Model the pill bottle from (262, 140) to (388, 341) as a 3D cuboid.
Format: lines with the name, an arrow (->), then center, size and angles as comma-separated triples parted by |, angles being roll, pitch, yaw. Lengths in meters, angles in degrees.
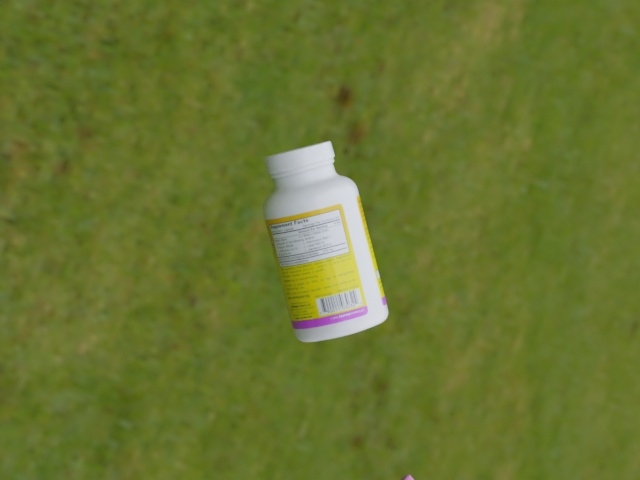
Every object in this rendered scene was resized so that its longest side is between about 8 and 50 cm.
pill bottle -> 0.000, 0.000, 0.857 | 0.043, 0.043, 0.083 | -23, 100, -66

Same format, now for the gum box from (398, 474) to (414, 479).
gum box -> 0.004, 0.191, 0.736 | 0.188, 0.107, 0.062 | -41, 179, -39
